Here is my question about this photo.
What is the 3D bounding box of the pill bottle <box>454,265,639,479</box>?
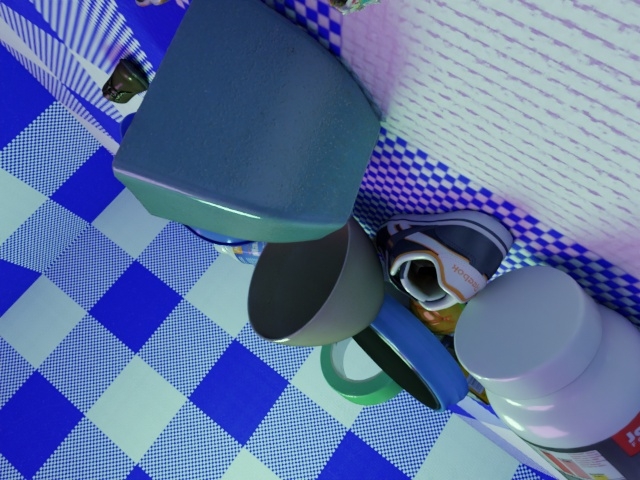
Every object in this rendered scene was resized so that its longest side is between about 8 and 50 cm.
[{"bbox_3d":[0.365,0.213,0.556,0.363,0.210,0.210,42,166,-17],"label":"pill bottle"}]

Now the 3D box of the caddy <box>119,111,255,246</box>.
[{"bbox_3d":[-0.209,-0.143,0.776,0.341,0.241,0.179,39,162,-2],"label":"caddy"}]

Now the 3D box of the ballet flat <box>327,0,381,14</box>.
[{"bbox_3d":[-0.041,-0.261,0.315,0.241,0.077,0.091,36,167,10],"label":"ballet flat"}]

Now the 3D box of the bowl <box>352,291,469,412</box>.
[{"bbox_3d":[0.170,0.250,0.975,0.391,0.077,0.391,44,165,15],"label":"bowl"}]

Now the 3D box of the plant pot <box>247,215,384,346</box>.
[{"bbox_3d":[0.016,0.088,0.799,0.191,0.284,0.284,32,171,-33],"label":"plant pot"}]

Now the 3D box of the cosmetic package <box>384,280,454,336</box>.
[{"bbox_3d":[0.237,0.165,1.024,0.099,0.060,0.239,45,165,-20],"label":"cosmetic package"}]

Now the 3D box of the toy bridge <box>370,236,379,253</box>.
[{"bbox_3d":[0.104,0.019,0.958,0.063,0.026,0.188,38,166,4],"label":"toy bridge"}]

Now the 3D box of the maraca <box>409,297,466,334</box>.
[{"bbox_3d":[0.237,0.120,0.819,0.127,0.099,0.185,21,139,33],"label":"maraca"}]

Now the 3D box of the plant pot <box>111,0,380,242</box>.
[{"bbox_3d":[-0.072,-0.117,0.537,0.252,0.247,0.248,23,168,-10],"label":"plant pot"}]

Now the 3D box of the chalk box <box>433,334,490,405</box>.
[{"bbox_3d":[0.357,0.309,1.055,0.132,0.132,0.213,39,167,-11],"label":"chalk box"}]

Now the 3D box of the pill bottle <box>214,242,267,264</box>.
[{"bbox_3d":[-0.164,-0.006,1.123,0.272,0.152,0.152,5,150,29],"label":"pill bottle"}]

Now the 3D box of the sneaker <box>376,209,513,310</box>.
[{"bbox_3d":[0.157,0.032,0.672,0.126,0.127,0.321,39,168,-10],"label":"sneaker"}]

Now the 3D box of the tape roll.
[{"bbox_3d":[0.152,0.349,1.283,0.321,0.321,0.077,21,157,50],"label":"tape roll"}]

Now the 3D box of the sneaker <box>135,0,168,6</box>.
[{"bbox_3d":[-0.252,-0.370,0.597,0.083,0.032,0.037,20,145,38],"label":"sneaker"}]

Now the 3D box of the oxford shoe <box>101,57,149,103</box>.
[{"bbox_3d":[-0.488,-0.380,1.002,0.083,0.096,0.227,46,162,-24],"label":"oxford shoe"}]
